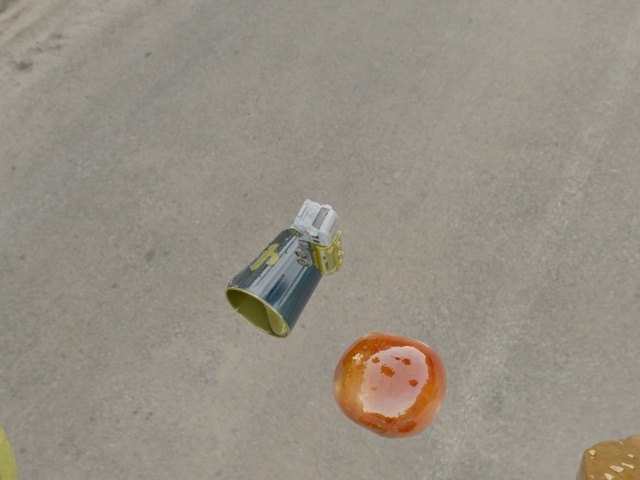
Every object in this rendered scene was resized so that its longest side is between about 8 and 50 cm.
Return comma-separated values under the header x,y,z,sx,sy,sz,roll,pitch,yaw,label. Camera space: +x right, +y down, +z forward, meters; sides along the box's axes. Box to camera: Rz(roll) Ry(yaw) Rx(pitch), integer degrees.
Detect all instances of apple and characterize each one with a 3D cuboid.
x,y,z,sx,sy,sz,roll,pitch,yaw,label
0.101,0.201,0.624,0.163,0.163,0.139,25,91,25,apple

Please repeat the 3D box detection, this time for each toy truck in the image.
x,y,z,sx,sy,sz,roll,pitch,yaw,label
0.000,0.000,0.603,0.063,0.123,0.052,18,61,17,toy truck

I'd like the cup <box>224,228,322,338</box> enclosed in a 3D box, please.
x,y,z,sx,sy,sz,roll,pitch,yaw,label
-0.084,0.069,0.771,0.176,0.131,0.155,5,47,42,cup

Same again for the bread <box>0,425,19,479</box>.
x,y,z,sx,sy,sz,roll,pitch,yaw,label
-0.484,0.283,0.412,0.320,0.237,0.320,-1,93,-16,bread

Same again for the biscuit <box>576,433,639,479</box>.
x,y,z,sx,sy,sz,roll,pitch,yaw,label
0.469,0.341,0.458,0.351,0.057,0.312,13,15,35,biscuit
